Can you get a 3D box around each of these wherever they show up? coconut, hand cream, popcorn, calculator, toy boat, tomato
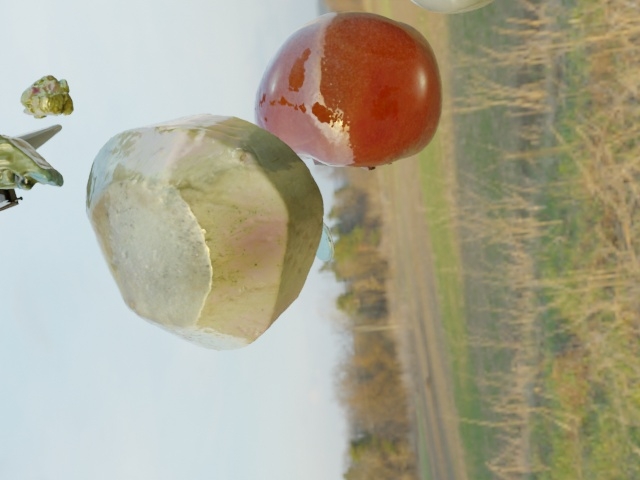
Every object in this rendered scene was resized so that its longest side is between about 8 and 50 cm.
[{"bbox_3d":[-0.119,-0.017,0.921,0.259,0.259,0.259,-6,-90,-88],"label":"coconut"},{"bbox_3d":[-0.550,-0.155,1.533,0.048,0.079,0.255,68,-152,-15],"label":"hand cream"},{"bbox_3d":[-0.609,-0.312,1.947,0.097,0.109,0.089,46,147,43],"label":"popcorn"},{"bbox_3d":[0.000,0.000,1.913,0.153,0.021,0.095,171,82,-73],"label":"calculator"},{"bbox_3d":[-0.528,-0.110,1.314,0.111,0.277,0.084,13,-109,-83],"label":"toy boat"},{"bbox_3d":[0.050,-0.270,1.564,0.341,0.342,0.272,-89,2,-75],"label":"tomato"}]

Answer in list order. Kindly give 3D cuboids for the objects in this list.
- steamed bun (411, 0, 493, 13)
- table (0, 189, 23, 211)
[{"bbox_3d":[0.180,-0.504,1.359,0.324,0.206,0.324,61,180,0],"label":"steamed bun"},{"bbox_3d":[-0.703,-0.107,1.900,0.070,0.082,0.083,-13,-95,-72],"label":"table"}]
